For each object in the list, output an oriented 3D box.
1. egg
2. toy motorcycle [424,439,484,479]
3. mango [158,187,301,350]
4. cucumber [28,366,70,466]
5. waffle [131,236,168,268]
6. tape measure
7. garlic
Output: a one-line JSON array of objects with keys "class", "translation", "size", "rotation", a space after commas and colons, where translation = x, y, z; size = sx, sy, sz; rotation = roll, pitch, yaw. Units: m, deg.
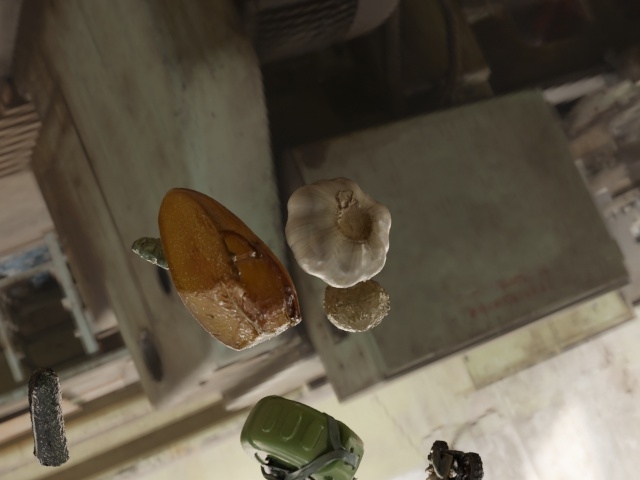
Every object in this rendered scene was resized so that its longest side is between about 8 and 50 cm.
[{"class": "egg", "translation": [0.069, 0.123, 2.085], "size": [0.140, 0.118, 0.116], "rotation": [-9, 164, 29]}, {"class": "toy motorcycle", "translation": [0.240, 0.443, 1.935], "size": [0.094, 0.130, 0.229], "rotation": [6, 176, -14]}, {"class": "mango", "translation": [-0.191, 0.050, 2.003], "size": [0.201, 0.350, 0.199], "rotation": [-35, 174, -16]}, {"class": "cucumber", "translation": [-0.498, 0.311, 1.906], "size": [0.067, 0.067, 0.245], "rotation": [-19, 133, -28]}, {"class": "waffle", "translation": [-0.297, 0.058, 2.509], "size": [0.292, 0.309, 0.056], "rotation": [12, 101, -81]}, {"class": "tape measure", "translation": [-0.024, 0.284, 1.411], "size": [0.106, 0.175, 0.200], "rotation": [-62, 176, -21]}, {"class": "garlic", "translation": [0.000, 0.000, 1.824], "size": [0.199, 0.199, 0.226], "rotation": [-17, 172, -35]}]
